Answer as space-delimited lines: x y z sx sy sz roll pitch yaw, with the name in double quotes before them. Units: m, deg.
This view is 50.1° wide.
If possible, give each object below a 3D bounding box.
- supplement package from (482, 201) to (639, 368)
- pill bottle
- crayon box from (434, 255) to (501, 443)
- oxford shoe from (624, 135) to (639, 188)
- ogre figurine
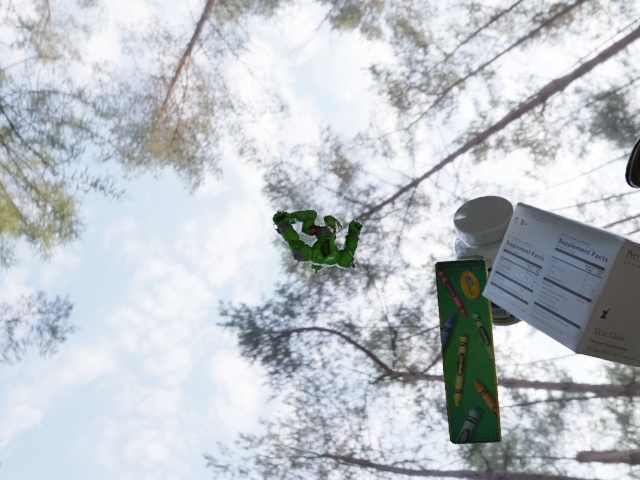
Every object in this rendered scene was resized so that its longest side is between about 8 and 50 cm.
"supplement package" 0.393 0.067 0.901 0.262 0.204 0.145 14 -80 -23
"pill bottle" 0.372 0.044 1.463 0.153 0.153 0.264 -42 -51 -26
"crayon box" 0.238 0.166 1.104 0.081 0.165 0.278 -5 -91 12
"oxford shoe" 0.706 -0.196 1.387 0.083 0.227 0.096 27 -156 -8
"ogre figurine" 0.000 0.000 1.410 0.197 0.097 0.118 23 -134 -38
